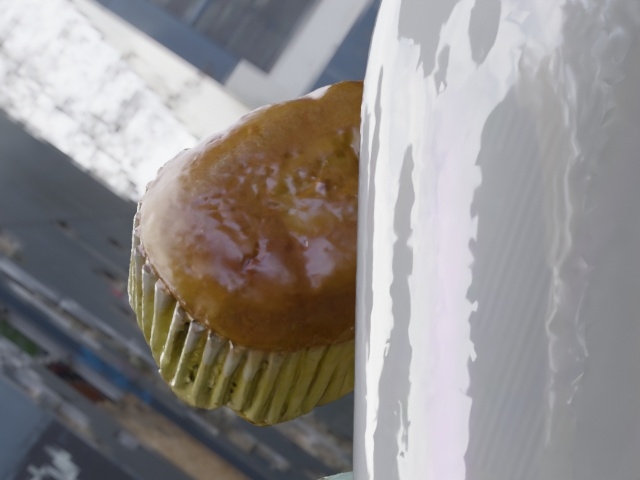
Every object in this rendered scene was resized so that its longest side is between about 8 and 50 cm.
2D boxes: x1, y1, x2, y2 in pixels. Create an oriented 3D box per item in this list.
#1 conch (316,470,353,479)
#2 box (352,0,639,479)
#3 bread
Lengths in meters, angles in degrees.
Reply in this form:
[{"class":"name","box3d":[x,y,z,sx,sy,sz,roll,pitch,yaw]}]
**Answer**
[{"class":"conch","box3d":[0.061,0.210,0.876,0.386,0.169,0.203,-1,-81,-35]},{"class":"box","box3d":[0.089,0.064,0.481,0.288,0.141,0.349,-13,-77,-80]},{"class":"bread","box3d":[0.000,0.000,1.042,0.250,0.179,0.133,-21,-26,-24]}]
